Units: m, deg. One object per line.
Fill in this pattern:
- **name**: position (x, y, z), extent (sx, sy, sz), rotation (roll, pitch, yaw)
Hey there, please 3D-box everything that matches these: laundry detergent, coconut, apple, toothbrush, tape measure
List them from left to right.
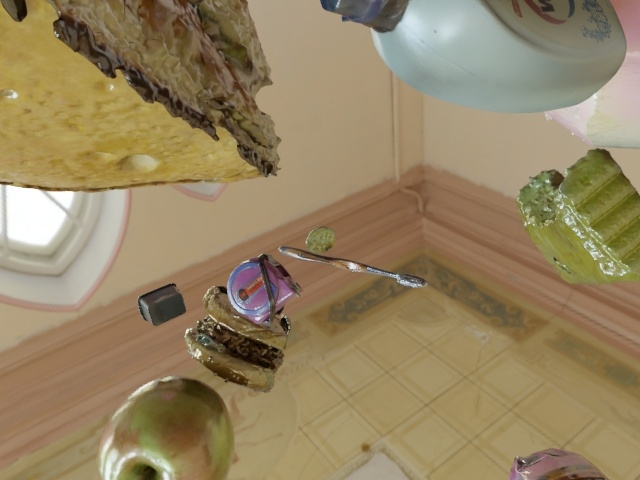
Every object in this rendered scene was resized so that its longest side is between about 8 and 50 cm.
- **apple**: position (-0.355, 0.483, 1.277), extent (0.319, 0.319, 0.277), rotation (-2, -171, 8)
- **tape measure**: position (-0.110, 0.093, 1.017), extent (0.118, 0.125, 0.074), rotation (-40, 168, 14)
- **toothbrush**: position (0.053, 0.048, 1.053), extent (0.321, 0.023, 0.031), rotation (13, -171, 29)
- **laundry detergent**: position (0.117, -0.210, 0.463), extent (0.281, 0.105, 0.214), rotation (-5, -115, -30)
- **coconut**: position (0.410, -0.227, 0.661), extent (0.245, 0.233, 0.233), rotation (3, -147, 8)

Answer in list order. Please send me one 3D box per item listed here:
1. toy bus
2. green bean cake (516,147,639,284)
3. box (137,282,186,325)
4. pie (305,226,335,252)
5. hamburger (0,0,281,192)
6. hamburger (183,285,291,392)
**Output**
- **toy bus**: position (0.434, 0.554, 0.962), extent (0.171, 0.386, 0.162), rotation (-15, -165, -8)
- **green bean cake**: position (0.468, -0.032, 0.959), extent (0.124, 0.233, 0.236), rotation (-36, 177, -1)
- **box**: position (-0.433, 0.180, 1.486), extent (0.122, 0.084, 0.069), rotation (-24, -151, -28)
- **pie**: position (0.000, 0.000, 1.448), extent (0.085, 0.085, 0.017), rotation (-14, -151, -11)
- **hamburger**: position (-0.233, -0.186, 0.454), extent (0.287, 0.268, 0.445), rotation (-12, 169, 16)
- **hamburger**: position (-0.217, 0.257, 1.460), extent (0.277, 0.195, 0.318), rotation (24, -178, -2)
